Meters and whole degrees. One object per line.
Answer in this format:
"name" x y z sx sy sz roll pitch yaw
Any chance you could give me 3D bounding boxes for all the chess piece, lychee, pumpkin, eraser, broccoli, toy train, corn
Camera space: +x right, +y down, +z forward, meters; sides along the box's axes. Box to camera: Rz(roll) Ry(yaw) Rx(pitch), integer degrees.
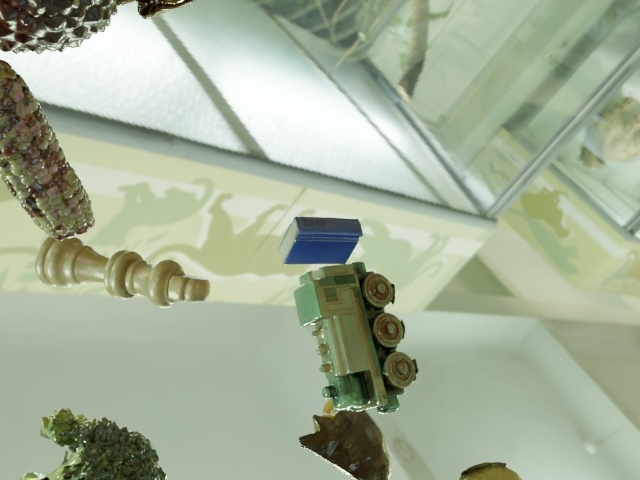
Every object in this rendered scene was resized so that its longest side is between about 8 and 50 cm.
"chess piece" -0.405 0.074 1.613 0.397 0.117 0.117 11 -169 24
"lychee" -0.362 -0.354 0.933 0.264 0.264 0.300 45 171 13
"pumpkin" 0.085 0.379 1.411 0.149 0.130 0.254 21 159 36
"eraser" 0.000 0.000 0.911 0.085 0.063 0.027 1 -131 -27
"broccoli" -0.372 0.388 1.172 0.262 0.244 0.247 61 -143 -31
"toy train" 0.041 0.122 0.961 0.125 0.081 0.193 -4 -107 -32
"corn" -0.366 -0.101 0.965 0.092 0.092 0.280 -116 6 -46

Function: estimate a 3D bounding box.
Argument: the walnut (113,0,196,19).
"walnut" -0.155 -0.347 0.874 0.137 0.245 0.137 34 164 11

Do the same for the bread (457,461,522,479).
"bread" 0.303 0.513 1.395 0.197 0.197 0.170 24 -148 -33
